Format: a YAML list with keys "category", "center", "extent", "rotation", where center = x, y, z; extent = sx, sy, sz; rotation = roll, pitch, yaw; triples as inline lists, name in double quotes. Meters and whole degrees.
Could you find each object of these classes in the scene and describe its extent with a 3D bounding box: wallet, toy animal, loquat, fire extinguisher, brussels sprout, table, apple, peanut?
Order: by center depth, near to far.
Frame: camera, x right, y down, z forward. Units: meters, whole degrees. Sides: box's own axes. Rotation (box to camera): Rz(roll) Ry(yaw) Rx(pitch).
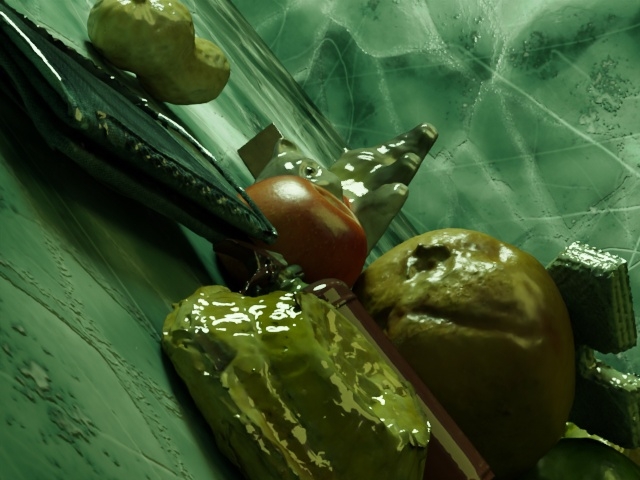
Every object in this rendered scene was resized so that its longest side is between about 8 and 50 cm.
- category: "wallet"
  center: [-0.198, -0.104, 1.303]
  extent: [0.237, 0.075, 0.342]
  rotation: [48, 8, 30]
- category: "fire extinguisher"
  center: [0.019, 0.128, 1.327]
  extent: [0.337, 0.106, 0.147]
  rotation: [51, 18, 9]
- category: "apple"
  center: [-0.028, 0.004, 1.483]
  extent: [0.163, 0.139, 0.163]
  rotation: [50, 10, -12]
- category: "loquat"
  center: [0.156, 0.128, 1.509]
  extent: [0.284, 0.276, 0.276]
  rotation: [52, 6, -29]
- category: "brussels sprout"
  center: [0.301, 0.337, 1.573]
  extent: [0.244, 0.244, 0.244]
  rotation: [49, 8, -9]
- category: "peanut"
  center: [-0.199, -0.239, 1.766]
  extent: [0.263, 0.117, 0.101]
  rotation: [42, 33, -60]
- category: "toy animal"
  center: [0.021, -0.074, 1.831]
  extent: [0.188, 0.308, 0.266]
  rotation: [30, -16, 4]
- category: "table"
  center: [-0.062, -0.110, 2.072]
  extent: [0.083, 0.070, 0.082]
  rotation: [55, 5, 35]

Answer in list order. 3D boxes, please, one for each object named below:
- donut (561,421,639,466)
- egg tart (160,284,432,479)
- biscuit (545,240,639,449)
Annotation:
- category: "donut"
  center: [0.331, 0.298, 1.878]
  extent: [0.128, 0.208, 0.261]
  rotation: [47, 14, -28]
- category: "egg tart"
  center: [-0.003, 0.135, 1.129]
  extent: [0.290, 0.115, 0.290]
  rotation: [47, 9, -10]
- category: "biscuit"
  center: [0.299, 0.114, 1.567]
  extent: [0.147, 0.046, 0.250]
  rotation: [26, -43, 49]
